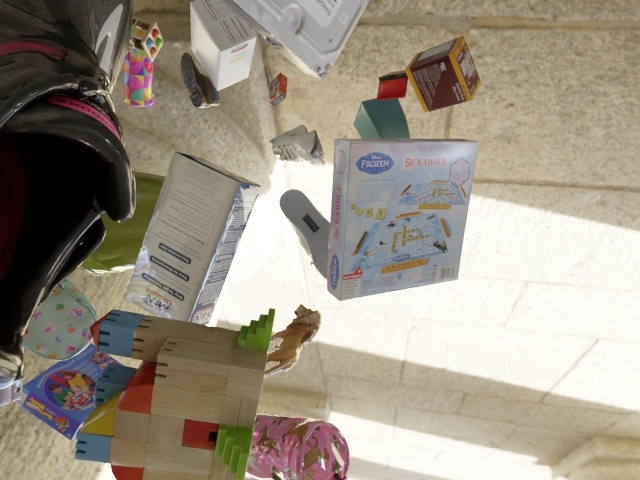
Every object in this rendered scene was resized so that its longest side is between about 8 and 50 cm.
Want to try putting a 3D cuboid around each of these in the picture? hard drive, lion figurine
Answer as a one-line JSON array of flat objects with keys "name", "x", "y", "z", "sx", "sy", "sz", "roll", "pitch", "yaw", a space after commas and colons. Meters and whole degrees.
[{"name": "hard drive", "x": 0.005, "y": -0.455, "z": 0.673, "sx": 0.064, "sy": 0.339, "sz": 0.237, "roll": 37, "pitch": -172, "yaw": 41}, {"name": "lion figurine", "x": -0.125, "y": 0.418, "z": 1.747, "sx": 0.240, "sy": 0.392, "sz": 0.142, "roll": -22, "pitch": 112, "yaw": 21}]

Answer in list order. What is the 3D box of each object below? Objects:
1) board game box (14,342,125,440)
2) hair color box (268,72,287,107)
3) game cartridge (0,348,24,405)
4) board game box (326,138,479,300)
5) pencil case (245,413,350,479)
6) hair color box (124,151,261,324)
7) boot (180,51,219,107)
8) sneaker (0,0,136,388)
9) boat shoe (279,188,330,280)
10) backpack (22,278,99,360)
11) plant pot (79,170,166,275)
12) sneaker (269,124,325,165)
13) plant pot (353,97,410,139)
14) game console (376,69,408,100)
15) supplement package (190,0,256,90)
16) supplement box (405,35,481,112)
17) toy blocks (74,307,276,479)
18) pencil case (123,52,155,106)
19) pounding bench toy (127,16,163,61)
[{"name": "board game box", "x": -0.882, "y": 0.535, "z": 1.646, "sx": 0.233, "sy": 0.347, "sz": 0.078, "roll": 35, "pitch": 104, "yaw": 0}, {"name": "hair color box", "x": -0.178, "y": -0.634, "z": 1.882, "sx": 0.043, "sy": 0.141, "sz": 0.072, "roll": 28, "pitch": 134, "yaw": -33}, {"name": "game cartridge", "x": -0.909, "y": 0.284, "z": 1.202, "sx": 0.068, "sy": 0.355, "sz": 0.230, "roll": 2, "pitch": 180, "yaw": 11}, {"name": "board game box", "x": 0.171, "y": -0.051, "z": 0.937, "sx": 0.318, "sy": 0.066, "sz": 0.318, "roll": -6, "pitch": 110, "yaw": -27}, {"name": "pencil case", "x": -0.117, "y": 0.483, "z": 1.022, "sx": 0.386, "sy": 0.160, "sz": 0.167, "roll": -16, "pitch": 140, "yaw": 41}, {"name": "hair color box", "x": -0.280, "y": 0.004, "z": 0.981, "sx": 0.173, "sy": 0.347, "sz": 0.105, "roll": 26, "pitch": -170, "yaw": 16}, {"name": "boot", "x": -0.475, "y": -0.628, "z": 1.769, "sx": 0.082, "sy": 0.106, "sz": 0.219, "roll": -14, "pitch": 93, "yaw": 39}, {"name": "sneaker", "x": -0.239, "y": -0.088, "z": 0.389, "sx": 0.202, "sy": 0.483, "sz": 0.185, "roll": -1, "pitch": 151, "yaw": 9}, {"name": "boat shoe", "x": -0.008, "y": 0.004, "z": 1.471, "sx": 0.367, "sy": 0.135, "sz": 0.156, "roll": 51, "pitch": 176, "yaw": 16}, {"name": "backpack", "x": -0.472, "y": 0.125, "z": 0.758, "sx": 0.182, "sy": 0.152, "sz": 0.115, "roll": 47, "pitch": 165, "yaw": -29}, {"name": "plant pot", "x": -0.572, "y": -0.071, "z": 1.466, "sx": 0.352, "sy": 0.367, "sz": 0.366, "roll": -2, "pitch": 141, "yaw": 12}, {"name": "sneaker", "x": -0.070, "y": -0.267, "z": 1.329, "sx": 0.129, "sy": 0.297, "sz": 0.111, "roll": -19, "pitch": 112, "yaw": -10}, {"name": "plant pot", "x": 0.273, "y": -0.461, "z": 1.896, "sx": 0.165, "sy": 0.234, "sz": 0.166, "roll": -18, "pitch": 164, "yaw": -15}, {"name": "game console", "x": 0.303, "y": -0.612, "z": 1.754, "sx": 0.144, "sy": 0.124, "sz": 0.085, "roll": 13, "pitch": 127, "yaw": 46}, {"name": "supplement package", "x": -0.362, "y": -0.721, "z": 1.636, "sx": 0.204, "sy": 0.145, "sz": 0.262, "roll": 58, "pitch": 162, "yaw": 2}, {"name": "supplement box", "x": 0.454, "y": -0.605, "z": 1.650, "sx": 0.194, "sy": 0.129, "sz": 0.191, "roll": -5, "pitch": 132, "yaw": 42}, {"name": "toy blocks", "x": -0.231, "y": 0.270, "z": 0.675, "sx": 0.260, "sy": 0.191, "sz": 0.382, "roll": 11, "pitch": 107, "yaw": -5}, {"name": "pencil case", "x": -0.600, "y": -0.562, "z": 1.478, "sx": 0.104, "sy": 0.104, "sz": 0.236, "roll": 13, "pitch": 122, "yaw": -1}, {"name": "pounding bench toy", "x": -0.330, "y": -0.368, "z": 0.838, "sx": 0.065, "sy": 0.052, "sz": 0.083, "roll": 20, "pitch": 163, "yaw": 3}]
